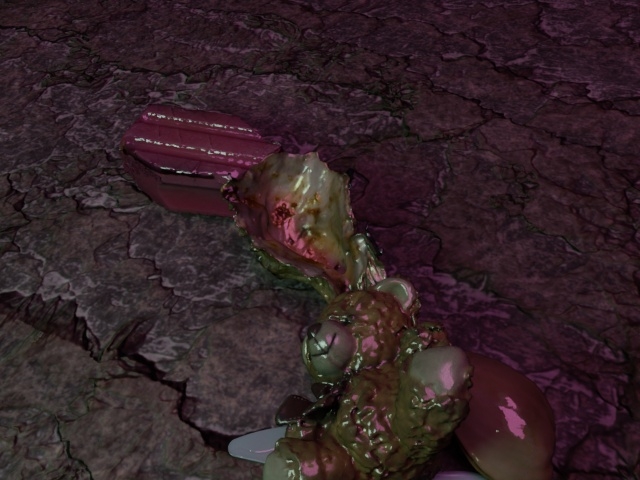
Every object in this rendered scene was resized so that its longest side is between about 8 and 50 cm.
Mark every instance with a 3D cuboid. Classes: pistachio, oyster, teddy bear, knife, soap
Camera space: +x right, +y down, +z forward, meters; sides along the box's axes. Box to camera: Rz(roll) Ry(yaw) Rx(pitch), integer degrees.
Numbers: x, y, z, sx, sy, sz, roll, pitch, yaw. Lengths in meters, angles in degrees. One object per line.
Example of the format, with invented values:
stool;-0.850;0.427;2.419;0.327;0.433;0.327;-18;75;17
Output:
pistachio;0.200;0.206;0.714;0.124;0.124;0.185;-33;46;-24
oyster;0.006;-0.004;0.898;0.198;0.133;0.337;-38;63;-11
teddy bear;0.056;0.159;0.710;0.267;0.156;0.256;-35;42;19
knife;0.050;0.268;0.726;0.332;0.044;0.080;12;50;18
soap;-0.192;-0.135;1.042;0.289;0.112;0.182;8;50;10
